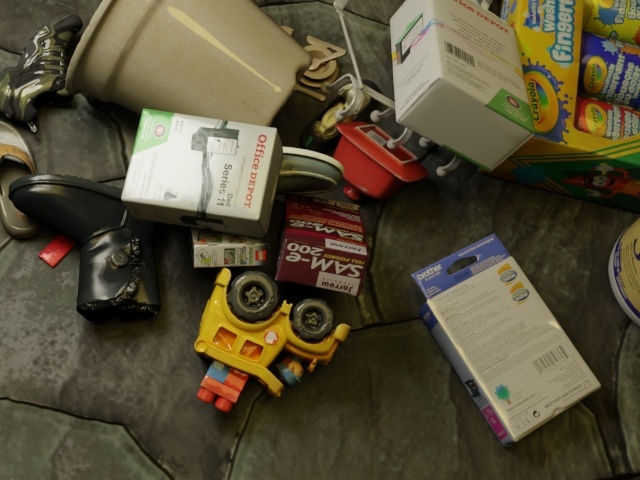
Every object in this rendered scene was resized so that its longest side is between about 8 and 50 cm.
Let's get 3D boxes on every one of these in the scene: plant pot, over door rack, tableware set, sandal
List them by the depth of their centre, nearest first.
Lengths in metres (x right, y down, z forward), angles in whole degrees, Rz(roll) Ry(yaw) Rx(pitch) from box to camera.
[{"bbox_3d":[-0.503,-0.107,1.513,0.090,0.060,0.219,-14,69,-17],"label":"sandal"},{"bbox_3d":[-0.195,-0.295,1.543,0.305,0.334,0.334,34,64,-7],"label":"plant pot"},{"bbox_3d":[0.123,-0.273,1.641,0.239,0.108,0.324,25,43,-27],"label":"over door rack"},{"bbox_3d":[-0.057,-0.345,1.720,0.194,0.039,0.128,22,64,-1],"label":"tableware set"}]

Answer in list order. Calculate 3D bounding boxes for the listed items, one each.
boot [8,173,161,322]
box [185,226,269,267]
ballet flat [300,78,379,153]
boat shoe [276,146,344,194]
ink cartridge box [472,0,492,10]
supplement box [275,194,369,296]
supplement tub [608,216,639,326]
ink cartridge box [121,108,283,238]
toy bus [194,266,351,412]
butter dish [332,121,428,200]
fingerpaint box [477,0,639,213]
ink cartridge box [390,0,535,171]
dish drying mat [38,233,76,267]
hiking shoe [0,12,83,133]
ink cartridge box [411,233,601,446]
[{"bbox_3d":[-0.362,0.015,1.450,0.246,0.094,0.207,11,61,-25],"label":"boot"},{"bbox_3d":[-0.151,-0.012,1.475,0.114,0.207,0.036,-1,110,-11],"label":"box"},{"bbox_3d":[0.043,-0.231,1.670,0.074,0.074,0.203,40,65,9],"label":"ballet flat"},{"bbox_3d":[-0.121,-0.083,1.494,0.319,0.116,0.099,1,66,-3],"label":"boat shoe"},{"bbox_3d":[0.257,-0.464,1.813,0.139,0.082,0.191,26,62,2],"label":"ink cartridge box"},{"bbox_3d":[0.000,0.000,1.475,0.130,0.073,0.239,11,20,-6],"label":"supplement box"},{"bbox_3d":[0.647,0.010,1.529,0.241,0.331,0.241,4,65,-9],"label":"supplement tub"},{"bbox_3d":[-0.171,-0.099,1.395,0.208,0.087,0.153,8,73,4],"label":"ink cartridge box"},{"bbox_3d":[-0.090,0.169,1.430,0.220,0.149,0.211,24,77,-2],"label":"toy bus"},{"bbox_3d":[0.082,-0.120,1.607,0.160,0.118,0.160,40,21,11],"label":"butter dish"},{"bbox_3d":[0.510,-0.305,1.741,0.371,0.163,0.445,14,64,-4],"label":"fingerpaint box"},{"bbox_3d":[0.230,-0.280,1.565,0.201,0.117,0.278,24,43,-24],"label":"ink cartridge box"},{"bbox_3d":[-0.413,0.004,1.509,0.032,0.008,0.083,36,64,6],"label":"dish drying mat"},{"bbox_3d":[-0.461,-0.285,1.603,0.114,0.086,0.227,35,69,-9],"label":"hiking shoe"},{"bbox_3d":[0.295,0.157,1.545,0.185,0.065,0.311,-26,75,-20],"label":"ink cartridge box"}]
